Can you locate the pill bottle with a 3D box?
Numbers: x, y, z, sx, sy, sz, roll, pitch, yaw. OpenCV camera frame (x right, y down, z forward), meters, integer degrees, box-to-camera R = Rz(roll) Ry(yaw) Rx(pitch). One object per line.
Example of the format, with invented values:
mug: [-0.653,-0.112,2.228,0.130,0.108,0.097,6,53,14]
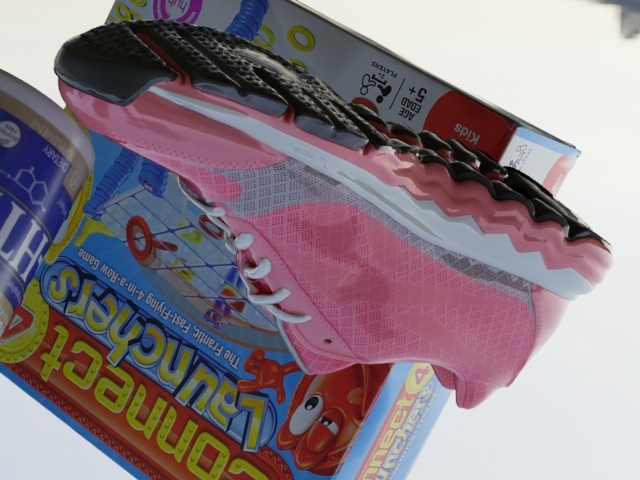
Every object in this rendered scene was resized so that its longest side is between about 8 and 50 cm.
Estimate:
pill bottle: [-0.202,0.009,0.880,0.112,0.186,0.112,23,161,9]

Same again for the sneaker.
sneaker: [0.001,0.000,0.857,0.314,0.136,0.116,23,-167,-27]

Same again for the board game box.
board game box: [-0.045,0.005,1.089,0.308,0.302,0.086,31,-171,31]
